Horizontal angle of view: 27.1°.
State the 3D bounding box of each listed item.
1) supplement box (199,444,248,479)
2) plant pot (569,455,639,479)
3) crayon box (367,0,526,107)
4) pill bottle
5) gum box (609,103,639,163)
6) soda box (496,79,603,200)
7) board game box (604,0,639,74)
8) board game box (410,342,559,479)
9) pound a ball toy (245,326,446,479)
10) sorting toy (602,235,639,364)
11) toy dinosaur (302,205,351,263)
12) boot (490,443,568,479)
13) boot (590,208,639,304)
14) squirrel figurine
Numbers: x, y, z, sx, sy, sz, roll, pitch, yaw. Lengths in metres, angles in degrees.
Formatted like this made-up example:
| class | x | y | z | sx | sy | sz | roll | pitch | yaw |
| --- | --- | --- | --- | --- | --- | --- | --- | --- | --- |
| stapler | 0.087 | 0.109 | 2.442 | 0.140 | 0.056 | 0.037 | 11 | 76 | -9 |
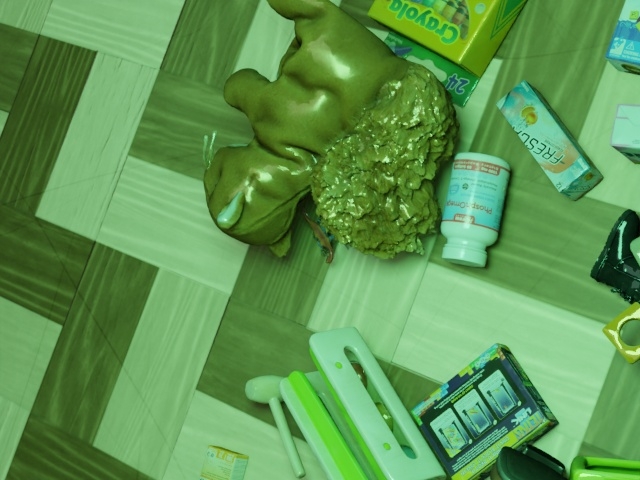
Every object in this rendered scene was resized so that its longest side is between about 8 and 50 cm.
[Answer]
| class | x | y | z | sx | sy | sz | roll | pitch | yaw |
| --- | --- | --- | --- | --- | --- | --- | --- | --- | --- |
| supplement box | -0.161 | 0.386 | 2.144 | 0.062 | 0.036 | 0.098 | 11 | 84 | 34 |
| plant pot | 0.417 | 0.386 | 1.643 | 0.228 | 0.227 | 0.207 | 5 | 87 | 12 |
| crayon box | 0.216 | -0.398 | 2.076 | 0.203 | 0.083 | 0.323 | 34 | 97 | 34 |
| pill bottle | 0.227 | -0.045 | 1.977 | 0.087 | 0.087 | 0.160 | 7 | 82 | 33 |
| gum box | 0.506 | -0.138 | 1.812 | 0.188 | 0.107 | 0.062 | 8 | 83 | 34 |
| soda box | 0.336 | -0.147 | 1.948 | 0.058 | 0.063 | 0.183 | -41 | 60 | 17 |
| board game box | 0.596 | -0.359 | 1.835 | 0.319 | 0.066 | 0.318 | 19 | 88 | 34 |
| board game box | 0.236 | 0.255 | 1.920 | 0.170 | 0.048 | 0.141 | -40 | 62 | 17 |
| pound a ball toy | 0.040 | 0.281 | 2.009 | 0.319 | 0.136 | 0.208 | 58 | 135 | 29 |
| sorting toy | 0.535 | 0.044 | 1.772 | 0.348 | 0.047 | 0.196 | -29 | 64 | 12 |
| toy dinosaur | 0.000 | 0.000 | 2.122 | 0.047 | 0.090 | 0.082 | -52 | 21 | 20 |
| boot | 0.220 | 0.410 | 1.767 | 0.096 | 0.264 | 0.280 | 29 | 93 | 9 |
| boot | 0.442 | 0.029 | 1.849 | 0.099 | 0.045 | 0.121 | 32 | 101 | 35 |
| squirrel figurine | 0.002 | -0.131 | 2.009 | 0.397 | 0.281 | 0.370 | 35 | 89 | 28 |
